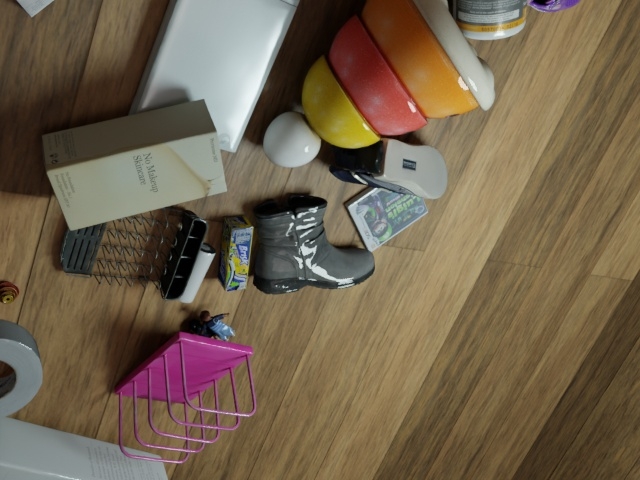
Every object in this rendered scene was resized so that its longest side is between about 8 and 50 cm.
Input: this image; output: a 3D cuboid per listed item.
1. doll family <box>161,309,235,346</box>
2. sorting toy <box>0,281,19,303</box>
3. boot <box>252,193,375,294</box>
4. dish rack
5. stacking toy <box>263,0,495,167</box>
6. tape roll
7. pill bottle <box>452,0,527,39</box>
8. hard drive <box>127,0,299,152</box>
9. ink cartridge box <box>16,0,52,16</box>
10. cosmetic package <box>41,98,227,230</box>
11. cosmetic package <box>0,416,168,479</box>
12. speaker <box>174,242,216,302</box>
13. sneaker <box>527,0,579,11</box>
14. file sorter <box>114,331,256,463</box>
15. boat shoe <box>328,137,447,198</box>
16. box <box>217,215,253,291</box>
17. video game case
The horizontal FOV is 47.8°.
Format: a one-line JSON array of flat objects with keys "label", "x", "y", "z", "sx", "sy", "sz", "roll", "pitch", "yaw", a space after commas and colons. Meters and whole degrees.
[{"label": "doll family", "x": -0.295, "y": 0.231, "z": 1.722, "sx": 0.193, "sy": 0.076, "sz": 0.111, "roll": -44, "pitch": 128, "yaw": -5}, {"label": "sorting toy", "x": -0.655, "y": 0.114, "z": 1.443, "sx": 0.102, "sy": 0.042, "sz": 0.061, "roll": -21, "pitch": 128, "yaw": -18}, {"label": "boot", "x": 0.000, "y": 0.000, "z": 1.720, "sx": 0.338, "sy": 0.118, "sz": 0.223, "roll": -9, "pitch": 119, "yaw": -31}, {"label": "dish rack", "x": -0.394, "y": 0.014, "z": 1.513, "sx": 0.271, "sy": 0.074, "sz": 0.208, "roll": 9, "pitch": 114, "yaw": -35}, {"label": "stacking toy", "x": 0.083, "y": -0.308, "z": 1.495, "sx": 0.480, "sy": 0.351, "sz": 0.350, "roll": -32, "pitch": 134, "yaw": 17}, {"label": "tape roll", "x": -0.697, "y": 0.273, "z": 1.503, "sx": 0.219, "sy": 0.072, "sz": 0.219, "roll": -16, "pitch": 127, "yaw": -22}, {"label": "pill bottle", "x": 0.357, "y": -0.579, "z": 1.515, "sx": 0.162, "sy": 0.162, "sz": 0.278, "roll": -21, "pitch": 129, "yaw": -18}, {"label": "hard drive", "x": -0.203, "y": -0.360, "z": 1.399, "sx": 0.233, "sy": 0.047, "sz": 0.353, "roll": 12, "pitch": 113, "yaw": -36}, {"label": "ink cartridge box", "x": -0.431, "y": -0.473, "z": 1.187, "sx": 0.207, "sy": 0.046, "sz": 0.097, "roll": -39, "pitch": 133, "yaw": -3}, {"label": "cosmetic package", "x": -0.346, "y": -0.144, "z": 1.369, "sx": 0.309, "sy": 0.113, "sz": 0.160, "roll": -15, "pitch": 139, "yaw": -10}, {"label": "cosmetic package", "x": -0.603, "y": 0.590, "z": 1.691, "sx": 0.453, "sy": 0.161, "sz": 0.230, "roll": 28, "pitch": 104, "yaw": -36}, {"label": "speaker", "x": -0.287, "y": 0.072, "z": 1.628, "sx": 0.055, "sy": 0.055, "sz": 0.136, "roll": 14, "pitch": 111, "yaw": -37}, {"label": "sneaker", "x": 0.527, "y": -0.569, "z": 1.662, "sx": 0.236, "sy": 0.104, "sz": 0.095, "roll": -3, "pitch": 120, "yaw": -31}, {"label": "file sorter", "x": -0.310, "y": 0.371, "z": 1.657, "sx": 0.202, "sy": 0.182, "sz": 0.290, "roll": 20, "pitch": 134, "yaw": -38}, {"label": "boat shoe", "x": 0.162, "y": -0.173, "z": 1.696, "sx": 0.340, "sy": 0.158, "sz": 0.127, "roll": 14, "pitch": 84, "yaw": -53}, {"label": "box", "x": -0.196, "y": 0.030, "z": 1.652, "sx": 0.054, "sy": 0.059, "sz": 0.169, "roll": -6, "pitch": 122, "yaw": -27}, {"label": "video game case", "x": 0.170, "y": -0.081, "z": 1.824, "sx": 0.190, "sy": 0.022, "sz": 0.173, "roll": -35, "pitch": 132, "yaw": -7}]
